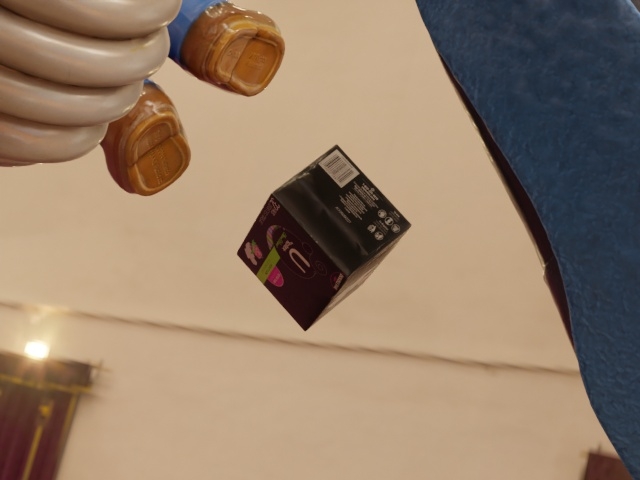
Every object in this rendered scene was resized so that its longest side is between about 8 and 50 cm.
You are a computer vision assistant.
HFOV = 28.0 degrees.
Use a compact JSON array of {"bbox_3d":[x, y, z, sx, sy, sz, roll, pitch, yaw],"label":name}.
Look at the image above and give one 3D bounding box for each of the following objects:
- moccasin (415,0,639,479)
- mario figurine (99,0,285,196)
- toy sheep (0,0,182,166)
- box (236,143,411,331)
[{"bbox_3d":[0.165,-0.011,0.582,0.138,0.342,0.117,-25,-11,22],"label":"moccasin"},{"bbox_3d":[-0.166,-0.170,0.822,0.320,0.198,0.170,44,-39,21],"label":"mario figurine"},{"bbox_3d":[-0.084,-0.067,0.365,0.091,0.132,0.091,19,28,-11],"label":"toy sheep"},{"bbox_3d":[0.000,0.000,0.697,0.062,0.052,0.083,48,-29,7],"label":"box"}]
